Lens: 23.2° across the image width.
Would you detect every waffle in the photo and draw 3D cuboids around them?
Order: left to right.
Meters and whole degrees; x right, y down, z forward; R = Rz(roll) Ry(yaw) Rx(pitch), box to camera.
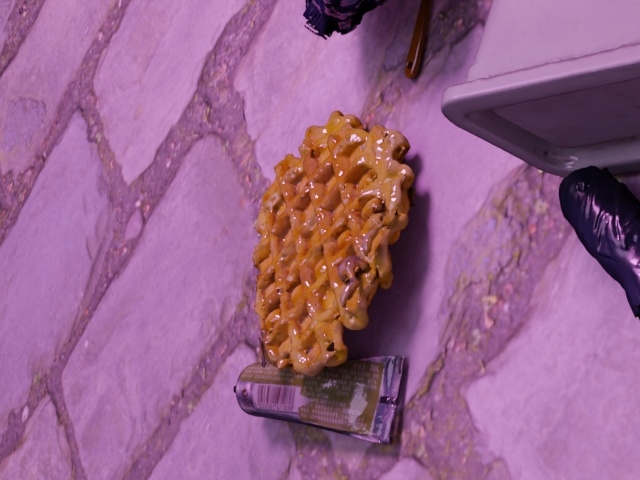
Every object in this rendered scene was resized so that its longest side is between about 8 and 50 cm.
[{"bbox_3d":[0.003,0.001,1.577,0.262,0.060,0.281,5,76,61],"label":"waffle"}]

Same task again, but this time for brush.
[{"bbox_3d":[0.107,-0.245,1.562,0.043,0.014,0.170,13,91,57],"label":"brush"}]

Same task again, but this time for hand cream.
[{"bbox_3d":[-0.003,0.156,1.567,0.235,0.055,0.086,-3,75,48],"label":"hand cream"}]

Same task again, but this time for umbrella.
[{"bbox_3d":[0.268,0.033,1.216,0.071,0.071,0.248,-57,44,26],"label":"umbrella"}]

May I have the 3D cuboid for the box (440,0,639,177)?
[{"bbox_3d":[0.259,-0.172,1.207,0.311,0.175,0.183,-7,66,54],"label":"box"}]

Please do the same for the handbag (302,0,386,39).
[{"bbox_3d":[0.047,-0.320,1.543,0.208,0.126,0.229,116,171,-79],"label":"handbag"}]
